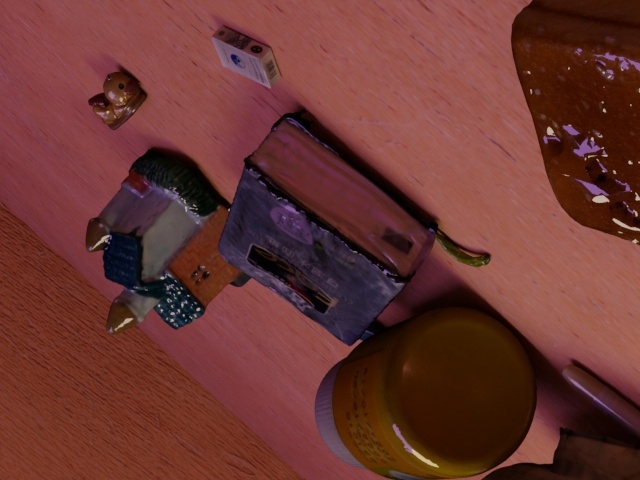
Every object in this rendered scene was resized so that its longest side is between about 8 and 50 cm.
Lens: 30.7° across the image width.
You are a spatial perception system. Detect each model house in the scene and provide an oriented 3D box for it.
[{"bbox_3d":[-0.275,0.032,1.926,0.184,0.291,0.253,12,145,46],"label":"model house"}]

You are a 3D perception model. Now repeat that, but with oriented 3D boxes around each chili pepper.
[{"bbox_3d":[0.176,0.014,1.435,0.083,0.017,0.030,23,133,40],"label":"chili pepper"}]

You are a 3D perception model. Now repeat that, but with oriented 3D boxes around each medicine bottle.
[{"bbox_3d":[0.130,0.229,1.659,0.224,0.224,0.384,43,160,-4],"label":"medicine bottle"}]

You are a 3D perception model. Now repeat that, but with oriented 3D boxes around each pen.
[{"bbox_3d":[0.400,0.229,1.448,0.233,0.032,0.040,38,140,11],"label":"pen"}]

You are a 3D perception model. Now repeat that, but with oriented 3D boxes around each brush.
[{"bbox_3d":[0.108,0.157,1.854,0.193,0.032,0.043,22,152,16],"label":"brush"}]

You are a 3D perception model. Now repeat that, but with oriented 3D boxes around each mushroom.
[{"bbox_3d":[0.349,0.379,1.507,0.352,0.260,0.352,12,175,1],"label":"mushroom"}]

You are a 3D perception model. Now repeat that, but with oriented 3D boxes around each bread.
[{"bbox_3d":[0.259,-0.091,0.914,0.184,0.110,0.234,22,152,42],"label":"bread"}]

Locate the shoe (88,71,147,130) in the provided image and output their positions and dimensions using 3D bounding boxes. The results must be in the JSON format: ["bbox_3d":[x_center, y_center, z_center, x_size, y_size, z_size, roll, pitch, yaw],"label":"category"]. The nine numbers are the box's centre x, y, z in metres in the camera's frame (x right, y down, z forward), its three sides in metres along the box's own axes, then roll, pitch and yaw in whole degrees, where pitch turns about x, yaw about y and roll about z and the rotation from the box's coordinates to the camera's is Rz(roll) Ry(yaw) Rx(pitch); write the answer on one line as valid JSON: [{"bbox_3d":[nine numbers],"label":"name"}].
[{"bbox_3d":[-0.318,-0.213,1.795,0.069,0.072,0.109,40,161,-10],"label":"shoe"}]

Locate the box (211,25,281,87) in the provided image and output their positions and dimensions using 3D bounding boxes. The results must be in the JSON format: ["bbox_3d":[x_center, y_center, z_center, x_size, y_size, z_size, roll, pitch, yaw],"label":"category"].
[{"bbox_3d":[-0.090,-0.223,1.419,0.083,0.024,0.054,29,159,30],"label":"box"}]

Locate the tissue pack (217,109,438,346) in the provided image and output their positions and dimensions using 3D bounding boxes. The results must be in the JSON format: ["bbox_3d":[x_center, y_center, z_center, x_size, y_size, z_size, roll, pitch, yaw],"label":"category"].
[{"bbox_3d":[0.000,0.000,1.583,0.259,0.122,0.361,38,158,2],"label":"tissue pack"}]
